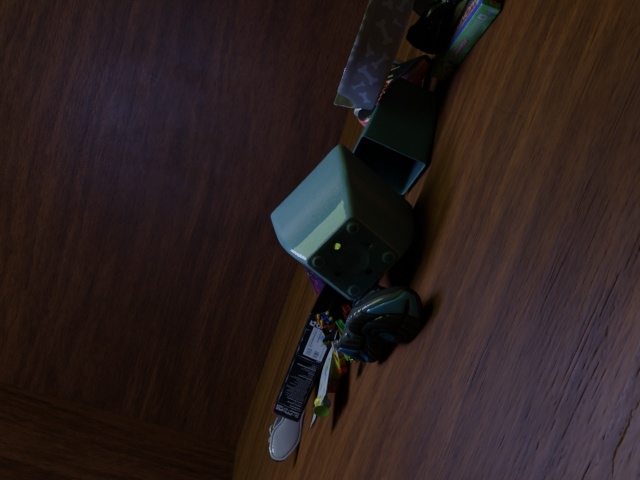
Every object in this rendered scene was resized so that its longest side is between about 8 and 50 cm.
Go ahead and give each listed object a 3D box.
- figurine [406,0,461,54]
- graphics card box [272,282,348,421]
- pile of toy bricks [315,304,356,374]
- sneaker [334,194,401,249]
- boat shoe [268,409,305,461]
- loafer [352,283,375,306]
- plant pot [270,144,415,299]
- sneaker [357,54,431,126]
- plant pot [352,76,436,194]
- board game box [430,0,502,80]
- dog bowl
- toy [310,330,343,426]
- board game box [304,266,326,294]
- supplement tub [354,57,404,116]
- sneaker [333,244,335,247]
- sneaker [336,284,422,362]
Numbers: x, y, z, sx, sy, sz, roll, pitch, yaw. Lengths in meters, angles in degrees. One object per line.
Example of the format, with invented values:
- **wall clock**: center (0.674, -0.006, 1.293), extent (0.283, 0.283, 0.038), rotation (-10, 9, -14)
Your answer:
- **figurine**: center (0.294, -0.573, 1.590), extent (0.209, 0.092, 0.214), rotation (127, 162, -49)
- **graphics card box**: center (-0.022, 0.324, 2.040), extent (0.233, 0.094, 0.370), rotation (-57, -13, -65)
- **pile of toy bricks**: center (0.062, 0.258, 1.735), extent (0.212, 0.118, 0.105), rotation (-125, 23, -62)
- **sneaker**: center (0.119, -0.028, 1.754), extent (0.295, 0.124, 0.109), rotation (-63, -4, -16)
- **boat shoe**: center (-0.111, 0.602, 2.212), extent (0.254, 0.095, 0.079), rotation (-78, 10, -46)
- **loafer**: center (0.101, 0.057, 1.849), extent (0.109, 0.095, 0.302), rotation (114, 171, -48)
- **plant pot**: center (0.058, -0.015, 1.516), extent (0.248, 0.247, 0.252), rotation (-45, 20, 16)
- **sneaker**: center (0.225, -0.390, 1.925), extent (0.116, 0.136, 0.314), rotation (-2, 44, 54)
- **plant pot**: center (0.193, -0.273, 1.715), extent (0.165, 0.166, 0.234), rotation (121, 173, -64)
- **board game box**: center (0.345, -0.532, 1.578), extent (0.317, 0.046, 0.213), rotation (128, 159, -72)
- **dog bowl**: center (0.135, -0.479, 1.683), extent (0.349, 0.102, 0.348), rotation (-161, 90, -88)
- **toy**: center (0.029, 0.366, 1.809), extent (0.237, 0.056, 0.136), rotation (-69, -1, -55)
- **board game box**: center (0.017, -0.014, 2.303), extent (0.208, 0.056, 0.346), rotation (64, -149, -34)
- **supplement tub**: center (0.197, -0.500, 2.285), extent (0.144, 0.144, 0.199), rotation (156, 130, -81)
- **sneaker**: center (0.000, 0.000, 2.079), extent (0.147, 0.145, 0.384), rotation (-39, -37, -16)
- **sneaker**: center (0.116, 0.140, 1.398), extent (0.341, 0.125, 0.139), rotation (126, 165, -64)
